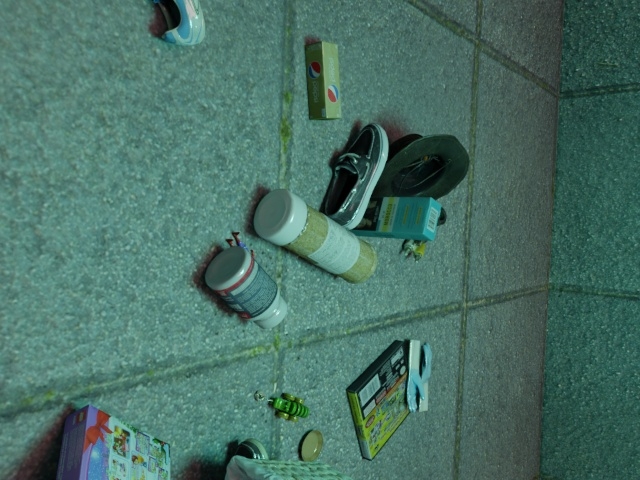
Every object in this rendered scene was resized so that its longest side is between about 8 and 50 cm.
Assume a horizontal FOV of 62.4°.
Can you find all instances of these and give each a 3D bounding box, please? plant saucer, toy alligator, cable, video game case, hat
[{"bbox_3d":[-0.025,0.531,1.369,0.083,0.015,0.083,-6,98,-48],"label":"plant saucer"},{"bbox_3d":[-0.079,0.398,1.267,0.190,0.051,0.056,38,65,-44],"label":"toy alligator"},{"bbox_3d":[0.329,-0.051,1.728,0.139,0.072,0.287,57,38,-13],"label":"cable"},{"bbox_3d":[0.192,0.479,1.605,0.275,0.035,0.248,-33,117,-44],"label":"video game case"},{"bbox_3d":[0.262,-0.215,1.538,0.331,0.331,0.134,19,35,-49],"label":"hat"}]

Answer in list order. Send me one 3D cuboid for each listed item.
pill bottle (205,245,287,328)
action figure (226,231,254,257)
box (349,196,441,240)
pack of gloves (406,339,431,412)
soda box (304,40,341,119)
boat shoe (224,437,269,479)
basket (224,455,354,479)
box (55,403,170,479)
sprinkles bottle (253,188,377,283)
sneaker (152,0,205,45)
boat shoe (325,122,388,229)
[{"bbox_3d":[-0.149,0.106,1.119,0.180,0.108,0.108,53,55,-37],"label":"pill bottle"},{"bbox_3d":[-0.163,0.035,1.160,0.038,0.030,0.115,-57,134,-37],"label":"action figure"},{"bbox_3d":[0.188,-0.060,1.393,0.060,0.244,0.100,27,73,-47],"label":"box"},{"bbox_3d":[0.341,0.448,1.736,0.195,0.046,0.232,22,71,-56],"label":"pack of gloves"},{"bbox_3d":[0.008,-0.389,1.300,0.061,0.058,0.181,-13,104,-48],"label":"soda box"},{"bbox_3d":[-0.180,0.573,1.129,0.092,0.103,0.285,12,89,-54],"label":"boat shoe"},{"bbox_3d":[-0.022,0.619,0.994,0.266,0.331,0.328,19,81,-41],"label":"basket"},{"bbox_3d":[-0.326,0.432,0.840,0.201,0.057,0.293,50,13,-39],"label":"box"},{"bbox_3d":[0.000,0.000,1.273,0.355,0.121,0.121,30,70,-46],"label":"sprinkles bottle"},{"bbox_3d":[-0.266,-0.477,0.957,0.086,0.085,0.237,-15,101,-40],"label":"sneaker"},{"bbox_3d":[0.086,-0.183,1.380,0.102,0.108,0.301,31,77,-48],"label":"boat shoe"}]
